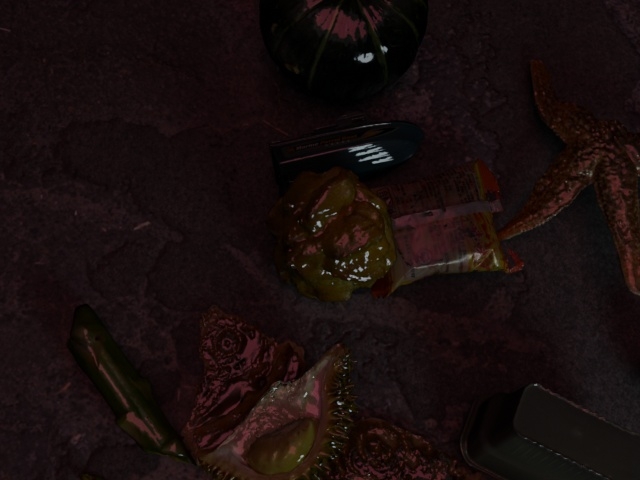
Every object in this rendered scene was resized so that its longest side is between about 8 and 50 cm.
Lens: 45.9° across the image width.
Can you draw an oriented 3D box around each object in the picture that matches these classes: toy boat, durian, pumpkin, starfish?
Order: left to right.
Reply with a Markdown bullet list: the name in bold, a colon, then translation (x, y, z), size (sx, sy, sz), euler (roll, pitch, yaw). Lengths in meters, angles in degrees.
- **durian**: translation (-0.036, 0.303, 1.232), size (0.166, 0.172, 0.306), euler (44, 93, 5)
- **pumpkin**: translation (0.043, -0.420, 1.407), size (0.323, 0.241, 0.323), euler (0, 74, 1)
- **toy boat**: translation (0.051, -0.167, 1.405), size (0.296, 0.114, 0.122), euler (-15, 55, -5)
- **starfish**: translation (0.507, -0.120, 1.404), size (0.398, 0.132, 0.384), euler (26, 80, 9)

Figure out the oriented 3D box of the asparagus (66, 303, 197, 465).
- **asparagus**: translation (-0.333, 0.261, 1.294), size (0.085, 0.082, 0.343), euler (-36, 80, -9)

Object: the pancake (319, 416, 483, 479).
- **pancake**: translation (0.122, 0.426, 1.274), size (0.257, 0.056, 0.212), euler (22, 68, 12)

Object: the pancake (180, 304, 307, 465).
- **pancake**: translation (-0.159, 0.230, 1.318), size (0.266, 0.057, 0.244), euler (-30, 77, -9)

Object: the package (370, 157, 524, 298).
- **package**: translation (0.204, -0.020, 1.365), size (0.288, 0.108, 0.223), euler (-15, 79, 0)

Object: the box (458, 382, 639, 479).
- **box**: translation (0.382, 0.334, 1.228), size (0.274, 0.178, 0.138), euler (26, 59, 4)

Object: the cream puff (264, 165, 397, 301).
- **cream puff**: translation (0.012, -0.008, 1.296), size (0.244, 0.196, 0.244), euler (2, 99, 11)

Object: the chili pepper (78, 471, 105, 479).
- **chili pepper**: translation (-0.323, 0.457, 1.264), size (0.049, 0.043, 0.208), euler (-45, 74, 14)
